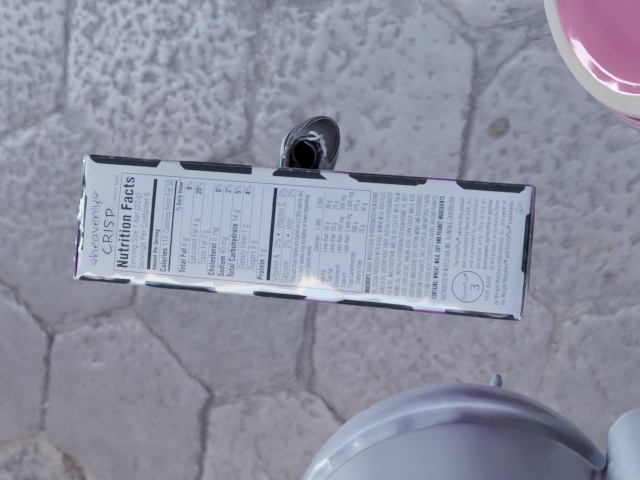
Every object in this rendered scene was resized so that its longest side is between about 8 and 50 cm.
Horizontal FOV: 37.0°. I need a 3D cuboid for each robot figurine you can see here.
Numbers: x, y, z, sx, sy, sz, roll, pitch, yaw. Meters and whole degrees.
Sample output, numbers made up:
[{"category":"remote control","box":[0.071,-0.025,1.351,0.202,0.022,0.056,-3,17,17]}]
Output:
[{"category":"robot figurine","box":[0.077,0.208,0.486,0.300,0.353,0.200,-42,107,18]}]

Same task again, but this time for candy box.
[{"category":"candy box","box":[0.000,0.000,0.549,0.233,0.159,0.071,5,89,11]}]

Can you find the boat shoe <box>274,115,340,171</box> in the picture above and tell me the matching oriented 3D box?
[{"category":"boat shoe","box":[-0.012,-0.090,1.104,0.075,0.206,0.065,45,131,-11]}]

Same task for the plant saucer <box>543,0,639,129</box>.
[{"category":"plant saucer","box":[0.320,-0.247,0.906,0.332,0.084,0.332,48,148,45]}]
